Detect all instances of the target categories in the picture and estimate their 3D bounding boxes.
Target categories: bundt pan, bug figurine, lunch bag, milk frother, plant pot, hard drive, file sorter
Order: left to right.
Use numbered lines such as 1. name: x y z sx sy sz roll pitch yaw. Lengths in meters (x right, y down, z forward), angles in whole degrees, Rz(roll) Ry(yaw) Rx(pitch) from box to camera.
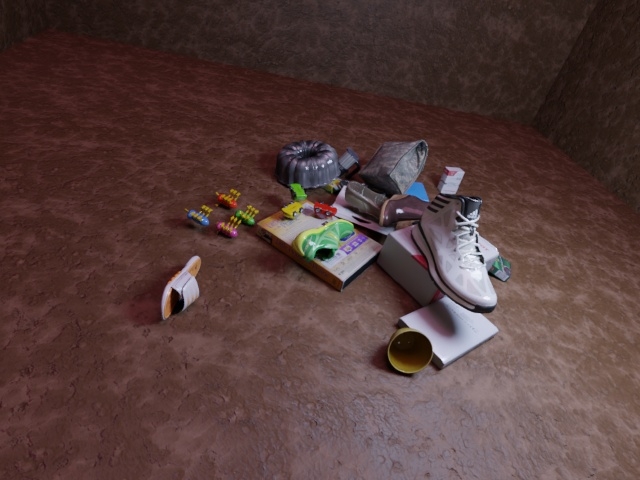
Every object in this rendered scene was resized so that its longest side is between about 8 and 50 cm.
1. bug figurine: -0.378 -0.099 1.614 0.216 0.072 0.279 31 33 10
2. bundt pan: -0.066 -0.386 2.006 0.330 0.124 0.331 -1 39 1
3. milk frother: 0.134 -0.409 2.161 0.129 0.134 0.143 33 29 -31
4. lunch bag: 0.366 -0.369 2.015 0.287 0.169 0.235 -53 34 -16
5. plant pot: 0.264 0.320 1.265 0.134 0.134 0.095 14 9 -2
6. file sorter: 0.443 -0.206 2.032 0.118 0.105 0.170 10 36 -6
7. hard drive: 0.438 0.296 1.417 0.307 0.040 0.203 -15 46 -35

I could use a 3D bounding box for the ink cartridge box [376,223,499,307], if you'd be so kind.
1. ink cartridge box: 0.462 0.068 1.626 0.384 0.161 0.279 -16 48 -35

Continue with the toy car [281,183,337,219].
1. toy car: -0.073 -0.157 1.712 0.238 0.053 0.225 -3 40 -25

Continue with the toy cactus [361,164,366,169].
1. toy cactus: 0.313 -0.380 2.235 0.180 0.112 0.219 7 46 26

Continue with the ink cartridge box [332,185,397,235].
1. ink cartridge box: 0.198 -0.115 1.854 0.296 0.066 0.261 22 40 9

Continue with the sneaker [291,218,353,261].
1. sneaker: 0.019 0.008 1.513 0.295 0.109 0.124 -22 77 -43

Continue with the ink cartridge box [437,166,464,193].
1. ink cartridge box: 0.711 -0.329 2.269 0.099 0.135 0.056 2 35 -19

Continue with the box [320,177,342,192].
1. box: 0.037 -0.291 2.048 0.179 0.043 0.105 32 39 25

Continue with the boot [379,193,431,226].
1. boot: 0.359 -0.112 1.661 0.206 0.090 0.248 16 38 22

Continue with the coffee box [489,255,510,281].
1. coffee box: 0.723 0.086 1.767 0.184 0.040 0.113 35 37 2

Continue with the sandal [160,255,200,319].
1. sandal: -0.402 0.136 1.267 0.076 0.102 0.265 14 34 3

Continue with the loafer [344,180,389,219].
1. loafer: 0.217 -0.154 1.785 0.268 0.092 0.102 35 50 0

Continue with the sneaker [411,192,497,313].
1. sneaker: 0.461 0.005 1.362 0.169 0.258 0.448 -1 42 -21

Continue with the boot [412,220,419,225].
1. boot: 0.447 -0.051 1.878 0.121 0.045 0.099 4 39 -27

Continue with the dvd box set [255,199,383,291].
1. dvd box set: 0.000 0.000 1.631 0.420 0.062 0.307 32 39 21

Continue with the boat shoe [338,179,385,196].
1. boat shoe: 0.199 -0.244 1.995 0.233 0.079 0.084 23 41 -2
